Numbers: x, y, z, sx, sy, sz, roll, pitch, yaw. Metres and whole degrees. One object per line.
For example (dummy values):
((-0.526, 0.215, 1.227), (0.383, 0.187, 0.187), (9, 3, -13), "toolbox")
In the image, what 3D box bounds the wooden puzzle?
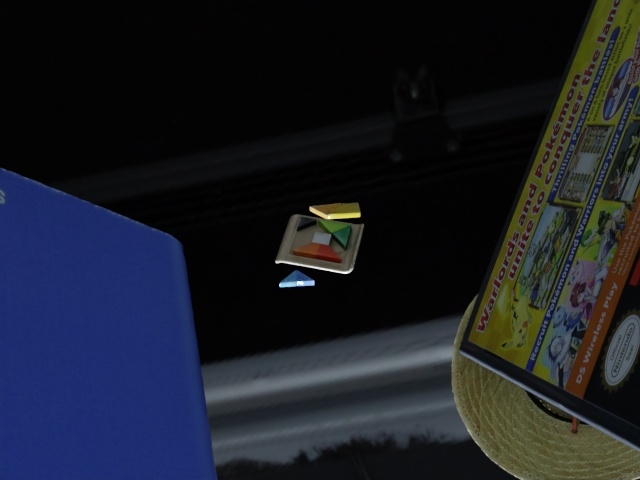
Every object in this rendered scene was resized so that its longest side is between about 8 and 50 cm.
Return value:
((0.000, 0.000, 1.062), (0.079, 0.014, 0.116), (2, -139, 4), "wooden puzzle")

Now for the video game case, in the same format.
((0.167, -0.048, 0.519), (0.035, 0.248, 0.274), (21, -89, -16), "video game case")

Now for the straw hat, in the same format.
((0.152, 0.077, 0.658), (0.145, 0.061, 0.144), (-5, -104, 19), "straw hat")

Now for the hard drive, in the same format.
((-0.126, 0.107, 0.471), (0.040, 0.210, 0.318), (-36, -130, 30), "hard drive")
